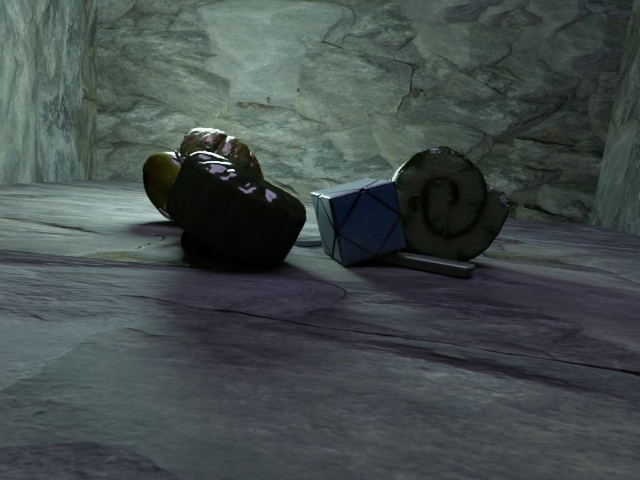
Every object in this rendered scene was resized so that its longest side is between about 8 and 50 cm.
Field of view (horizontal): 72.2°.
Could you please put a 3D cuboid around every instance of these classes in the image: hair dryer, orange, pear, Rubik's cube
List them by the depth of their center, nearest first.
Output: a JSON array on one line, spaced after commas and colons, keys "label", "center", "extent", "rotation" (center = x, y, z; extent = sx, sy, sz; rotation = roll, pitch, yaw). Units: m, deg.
[{"label": "hair dryer", "center": [-0.264, 0.020, 1.188], "extent": [0.219, 0.071, 0.124], "rotation": [20, 17, 35]}, {"label": "Rubik's cube", "center": [0.109, -0.064, 1.305], "extent": [0.205, 0.205, 0.207], "rotation": [-15, 15, -12]}, {"label": "orange", "center": [-0.339, -0.242, 1.610], "extent": [0.210, 0.271, 0.368], "rotation": [8, -30, 38]}, {"label": "pear", "center": [-0.544, -0.206, 1.719], "extent": [0.321, 0.269, 0.269], "rotation": [38, 8, -5]}]

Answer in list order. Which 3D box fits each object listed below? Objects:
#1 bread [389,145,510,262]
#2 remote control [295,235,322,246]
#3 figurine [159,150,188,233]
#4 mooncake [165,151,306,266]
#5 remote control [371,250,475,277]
[{"label": "bread", "center": [0.396, -0.111, 1.375], "extent": [0.382, 0.366, 0.129], "rotation": [-8, 9, -2]}, {"label": "remote control", "center": [0.000, 0.000, 1.553], "extent": [0.077, 0.022, 0.245], "rotation": [11, 12, 44]}, {"label": "figurine", "center": [-0.353, -0.132, 1.427], "extent": [0.316, 0.206, 0.284], "rotation": [-4, -30, -12]}, {"label": "mooncake", "center": [-0.214, -0.092, 1.168], "extent": [0.356, 0.194, 0.356], "rotation": [29, 11, -6]}, {"label": "remote control", "center": [0.291, 0.062, 1.292], "extent": [0.309, 0.038, 0.090], "rotation": [10, 11, 29]}]
